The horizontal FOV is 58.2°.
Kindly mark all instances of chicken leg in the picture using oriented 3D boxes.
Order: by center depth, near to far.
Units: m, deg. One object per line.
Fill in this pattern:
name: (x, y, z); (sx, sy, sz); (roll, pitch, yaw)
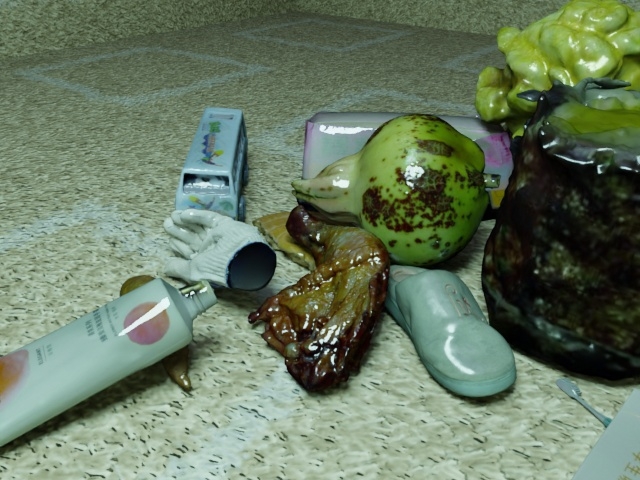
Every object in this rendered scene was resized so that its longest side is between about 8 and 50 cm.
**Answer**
chicken leg: (0.005, 0.055, 0.728); (0.178, 0.083, 0.322); (-6, 39, 20)

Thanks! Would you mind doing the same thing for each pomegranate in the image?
pomegranate: (0.106, -0.084, 0.838); (0.277, 0.203, 0.221); (22, 39, -4)

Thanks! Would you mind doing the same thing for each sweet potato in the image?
sweet potato: (-0.199, 0.092, 0.691); (0.068, 0.068, 0.226); (-16, 34, -27)

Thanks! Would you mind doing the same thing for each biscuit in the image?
biscuit: (0.000, -0.001, 0.897); (0.145, 0.033, 0.224); (-17, 35, -28)

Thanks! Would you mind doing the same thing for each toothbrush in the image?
toothbrush: (0.306, 0.194, 0.583); (0.014, 0.011, 0.167); (-7, 29, -26)

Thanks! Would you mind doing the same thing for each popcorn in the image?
popcorn: (0.382, -0.244, 0.868); (0.242, 0.250, 0.234); (22, 45, -13)

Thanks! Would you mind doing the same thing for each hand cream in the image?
hand cream: (-0.264, 0.127, 0.586); (0.341, 0.077, 0.124); (-26, 39, -17)

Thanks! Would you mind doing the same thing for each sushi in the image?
sushi: (0.354, -0.029, 0.694); (0.282, 0.294, 0.299); (11, 30, 16)

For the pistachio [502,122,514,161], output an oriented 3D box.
pistachio: (0.507, -0.247, 1.213); (0.288, 0.166, 0.197); (-9, 46, -19)

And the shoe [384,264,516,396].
shoe: (0.145, 0.079, 0.693); (0.103, 0.100, 0.251); (-10, 28, -19)

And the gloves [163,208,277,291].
gloves: (-0.146, 0.017, 0.783); (0.229, 0.097, 0.119); (23, 68, 43)

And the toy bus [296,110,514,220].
toy bus: (0.154, -0.140, 1.022); (0.387, 0.162, 0.171); (3, 28, 1)

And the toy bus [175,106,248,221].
toy bus: (-0.183, -0.127, 1.008); (0.109, 0.135, 0.329); (1, 30, -5)

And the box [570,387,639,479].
box: (0.328, 0.233, 0.447); (0.233, 0.067, 0.150); (28, 45, 37)
